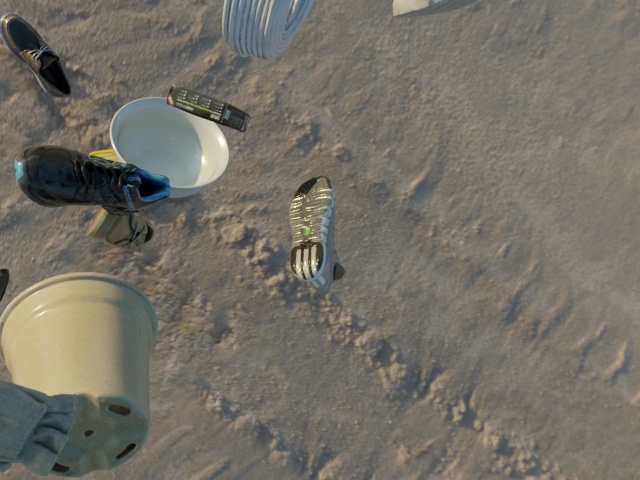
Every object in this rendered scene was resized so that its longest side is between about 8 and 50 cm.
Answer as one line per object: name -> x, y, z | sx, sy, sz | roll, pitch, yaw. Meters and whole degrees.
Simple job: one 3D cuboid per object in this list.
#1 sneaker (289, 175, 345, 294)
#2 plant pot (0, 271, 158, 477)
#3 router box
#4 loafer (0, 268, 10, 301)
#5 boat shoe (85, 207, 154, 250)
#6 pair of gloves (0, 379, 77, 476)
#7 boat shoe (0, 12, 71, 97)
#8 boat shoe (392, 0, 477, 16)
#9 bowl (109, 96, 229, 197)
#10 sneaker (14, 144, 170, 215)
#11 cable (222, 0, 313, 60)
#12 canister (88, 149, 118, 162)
sneaker -> 0.000, 0.000, 1.129 | 0.132, 0.086, 0.229 | 56, 34, -48
plant pot -> -0.479, 0.285, 1.230 | 0.333, 0.305, 0.334 | -12, 126, -17
router box -> -0.200, -0.236, 1.089 | 0.122, 0.092, 0.038 | 22, 96, 18
loafer -> -0.754, 0.128, 1.393 | 0.062, 0.170, 0.061 | -1, 54, -47
boat shoe -> -0.483, -0.036, 1.513 | 0.110, 0.341, 0.122 | 35, 90, -5
pair of gloves -> -0.395, 0.253, 0.659 | 0.204, 0.042, 0.240 | 18, 98, -18
boat shoe -> -0.550, -0.362, 1.193 | 0.066, 0.066, 0.183 | -52, 140, -20
boat shoe -> 0.219, -0.451, 0.988 | 0.121, 0.335, 0.119 | -15, 100, -20
bowl -> -0.396, -0.215, 1.559 | 0.297, 0.134, 0.298 | 15, 53, -20
sneaker -> -0.446, -0.129, 1.217 | 0.341, 0.139, 0.125 | 5, 76, -66
cable -> -0.062, -0.395, 0.914 | 0.089, 0.257, 0.257 | 23, 85, 0
canister -> -0.613, -0.202, 1.735 | 0.126, 0.170, 0.073 | -9, 116, -10
